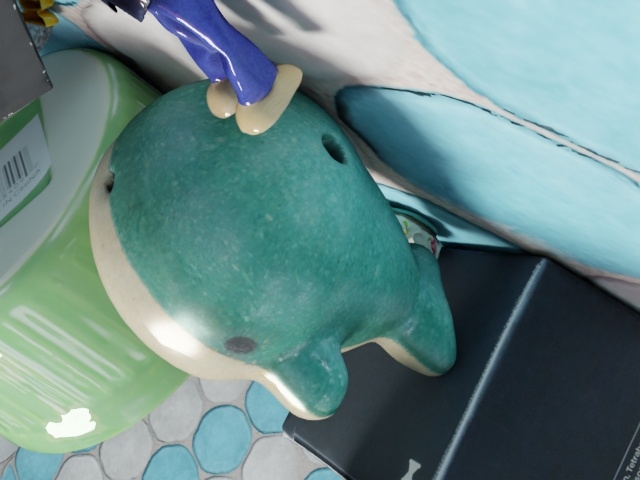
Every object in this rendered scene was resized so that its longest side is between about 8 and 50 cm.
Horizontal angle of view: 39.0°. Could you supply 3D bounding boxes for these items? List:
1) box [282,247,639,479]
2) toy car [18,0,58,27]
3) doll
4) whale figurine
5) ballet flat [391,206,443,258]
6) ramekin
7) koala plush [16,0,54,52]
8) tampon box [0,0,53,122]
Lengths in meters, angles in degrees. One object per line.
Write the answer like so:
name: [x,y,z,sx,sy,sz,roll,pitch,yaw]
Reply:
box: [0.214,0.184,0.780,0.395,0.212,0.293,29,173,-18]
toy car: [-0.135,-0.138,0.441,0.122,0.060,0.040,31,134,49]
doll: [-0.086,-0.120,0.380,0.189,0.046,0.129,40,176,-35]
whale figurine: [0.000,0.000,0.553,0.272,0.216,0.141,23,133,-35]
ballet flat: [0.007,0.000,0.777,0.091,0.077,0.241,30,173,-29]
ramekin: [-0.209,-0.004,0.706,0.303,0.303,0.148,20,162,46]
koala plush: [-0.341,-0.121,0.614,0.203,0.221,0.196,34,171,-40]
tampon box: [-0.208,-0.116,0.370,0.161,0.101,0.120,48,166,10]
